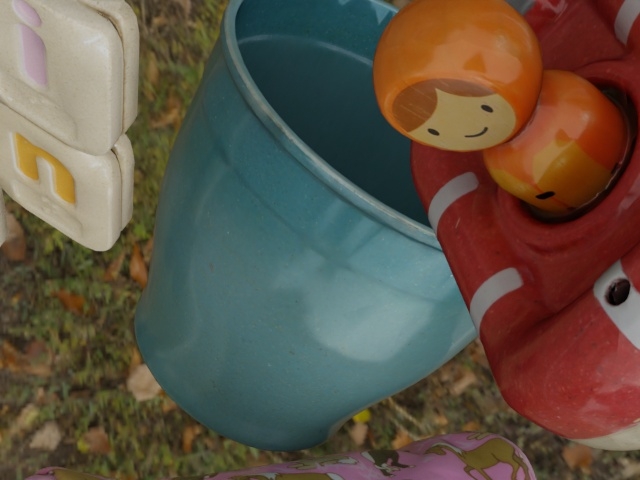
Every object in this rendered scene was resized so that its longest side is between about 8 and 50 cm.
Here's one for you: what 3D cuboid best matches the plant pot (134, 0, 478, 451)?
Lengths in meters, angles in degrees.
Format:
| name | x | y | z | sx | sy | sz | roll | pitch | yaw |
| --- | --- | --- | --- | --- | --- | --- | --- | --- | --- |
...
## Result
| name | x | y | z | sx | sy | sz | roll | pitch | yaw |
| --- | --- | --- | --- | --- | --- | --- | --- | --- | --- |
| plant pot | 0.000 | 0.000 | 0.840 | 0.271 | 0.272 | 0.255 | 19 | 126 | -24 |

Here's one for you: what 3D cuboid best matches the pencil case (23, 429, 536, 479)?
| name | x | y | z | sx | sy | sz | roll | pitch | yaw |
| --- | --- | --- | --- | --- | --- | --- | --- | --- | --- |
| pencil case | -0.016 | 0.216 | 0.822 | 0.386 | 0.167 | 0.160 | 2 | 113 | -35 |

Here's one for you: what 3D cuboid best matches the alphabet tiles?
| name | x | y | z | sx | sy | sz | roll | pitch | yaw |
| --- | --- | --- | --- | --- | --- | --- | --- | --- | --- |
| alphabet tiles | -0.181 | -0.102 | 0.405 | 0.284 | 0.021 | 0.278 | 33 | 153 | 8 |

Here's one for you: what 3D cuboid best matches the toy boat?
| name | x | y | z | sx | sy | sz | roll | pitch | yaw |
| --- | --- | --- | --- | --- | --- | --- | --- | --- | --- |
| toy boat | 0.083 | -0.039 | 0.443 | 0.151 | 0.231 | 0.151 | 27 | 118 | -31 |
